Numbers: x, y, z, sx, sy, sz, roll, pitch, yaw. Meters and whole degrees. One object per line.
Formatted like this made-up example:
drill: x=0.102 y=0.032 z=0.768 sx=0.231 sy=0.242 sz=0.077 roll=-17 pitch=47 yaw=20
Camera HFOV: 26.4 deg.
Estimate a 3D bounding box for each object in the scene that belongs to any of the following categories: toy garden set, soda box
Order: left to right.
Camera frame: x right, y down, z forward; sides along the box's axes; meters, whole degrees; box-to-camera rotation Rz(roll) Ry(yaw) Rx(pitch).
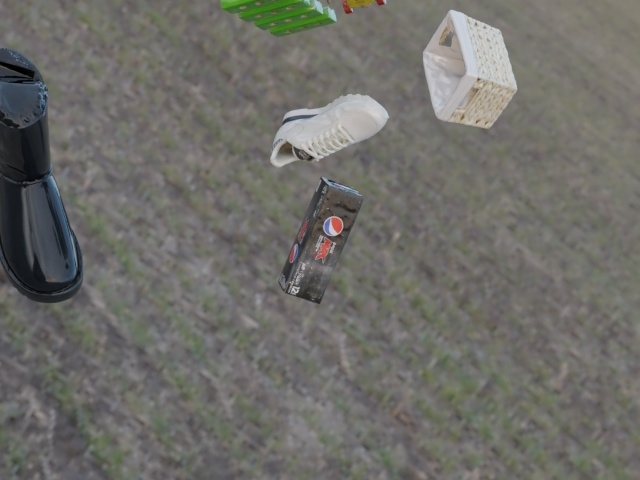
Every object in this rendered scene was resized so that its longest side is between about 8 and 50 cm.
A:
toy garden set: x=-0.021 y=-0.391 z=2.167 sx=0.244 sy=0.204 sz=0.049 roll=7 pitch=72 yaw=-71
soda box: x=0.000 y=0.000 z=1.926 sx=0.060 sy=0.168 sz=0.053 roll=19 pitch=12 yaw=-19

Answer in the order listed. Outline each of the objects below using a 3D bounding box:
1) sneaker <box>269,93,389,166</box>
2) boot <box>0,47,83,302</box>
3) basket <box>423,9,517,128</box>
sneaker: x=0.015 y=-0.178 z=2.311 sx=0.090 sy=0.235 sz=0.094 roll=50 pitch=48 yaw=-25
boot: x=-0.341 y=-0.075 z=1.564 sx=0.094 sy=0.207 sz=0.246 roll=-14 pitch=60 yaw=-15
basket: x=0.247 y=-0.280 z=2.253 sx=0.103 sy=0.113 sz=0.167 roll=12 pitch=45 yaw=-22
